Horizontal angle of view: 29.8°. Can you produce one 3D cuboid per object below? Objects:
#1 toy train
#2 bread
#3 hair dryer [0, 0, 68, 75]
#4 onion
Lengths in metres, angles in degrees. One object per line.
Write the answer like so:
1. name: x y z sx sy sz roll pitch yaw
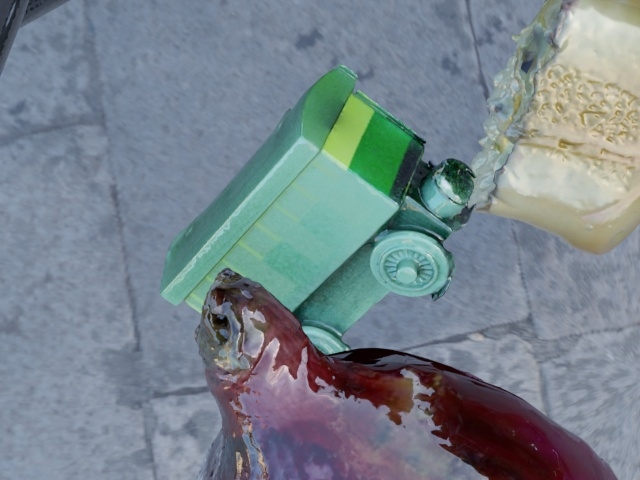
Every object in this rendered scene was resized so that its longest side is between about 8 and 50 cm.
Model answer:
1. toy train: 0.000 0.000 1.078 0.202 0.120 0.301 37 132 -10
2. bread: 0.324 -0.152 1.448 0.270 0.211 0.316 14 108 -12
3. hair dryer: -0.253 -0.218 1.057 0.070 0.248 0.114 33 123 3
4. onion: 0.008 0.104 0.429 0.173 0.198 0.135 -9 46 50
